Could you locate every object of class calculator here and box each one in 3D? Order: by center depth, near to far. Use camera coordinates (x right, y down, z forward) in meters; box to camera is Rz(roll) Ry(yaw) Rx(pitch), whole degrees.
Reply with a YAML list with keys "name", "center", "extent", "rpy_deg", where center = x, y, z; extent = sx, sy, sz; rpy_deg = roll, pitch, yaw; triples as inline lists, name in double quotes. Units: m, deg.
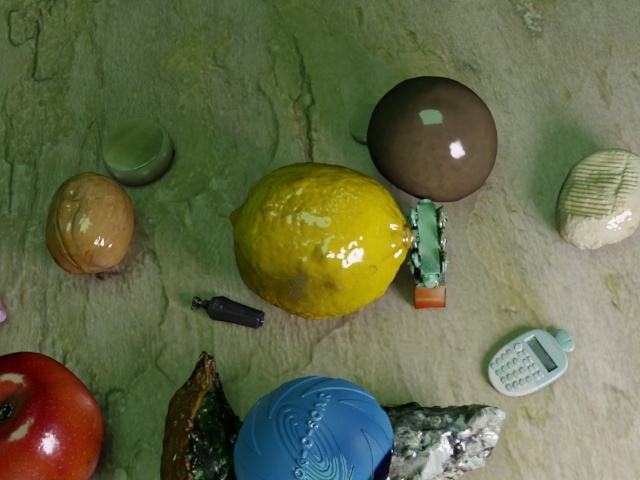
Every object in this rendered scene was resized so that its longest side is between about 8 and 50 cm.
- name: "calculator"
  center: [0.344, 0.196, 1.509]
  extent: [0.153, 0.021, 0.095]
  rpy_deg: [-29, 58, -6]

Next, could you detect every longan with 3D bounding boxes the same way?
- name: "longan"
  center: [0.196, -0.177, 1.659]
  extent: [0.248, 0.248, 0.248]
  rpy_deg: [-6, 58, 9]

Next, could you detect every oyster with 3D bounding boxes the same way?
- name: "oyster"
  center: [0.118, 0.319, 1.418]
  extent: [0.350, 0.158, 0.162]
  rpy_deg: [-20, 91, 14]

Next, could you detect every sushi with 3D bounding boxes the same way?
- name: "sushi"
  center: [-0.167, 0.326, 1.470]
  extent: [0.140, 0.149, 0.287]
  rpy_deg: [-36, 33, 29]

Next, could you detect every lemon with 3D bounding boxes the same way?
- name: "lemon"
  center: [0.000, 0.000, 1.567]
  extent: [0.321, 0.268, 0.268]
  rpy_deg: [14, 63, 21]

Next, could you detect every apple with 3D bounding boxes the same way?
- name: "apple"
  center: [-0.482, 0.309, 1.504]
  extent: [0.260, 0.216, 0.260]
  rpy_deg: [-4, 56, 6]

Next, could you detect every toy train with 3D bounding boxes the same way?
- name: "toy train"
  center: [0.184, 0.020, 1.602]
  extent: [0.074, 0.118, 0.176]
  rpy_deg: [-2, 54, 4]

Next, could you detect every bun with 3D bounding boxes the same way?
- name: "bun"
  center: [0.488, -0.065, 1.595]
  extent: [0.164, 0.111, 0.188]
  rpy_deg: [6, 62, 36]

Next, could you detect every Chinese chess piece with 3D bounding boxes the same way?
- name: "Chinese chess piece"
  center: [0.097, -0.227, 1.817]
  extent: [0.084, 0.034, 0.084]
  rpy_deg: [-6, 60, 10]
- name: "Chinese chess piece"
  center: [-0.368, -0.179, 1.874]
  extent: [0.144, 0.058, 0.144]
  rpy_deg: [-7, 58, 10]

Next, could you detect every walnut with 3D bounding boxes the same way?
- name: "walnut"
  center: [-0.429, -0.031, 1.737]
  extent: [0.165, 0.165, 0.197]
  rpy_deg: [-8, 49, 7]

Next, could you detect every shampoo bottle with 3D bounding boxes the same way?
- name: "shampoo bottle"
  center: [-0.166, 0.125, 1.659]
  extent: [0.137, 0.027, 0.048]
  rpy_deg: [14, 61, 20]

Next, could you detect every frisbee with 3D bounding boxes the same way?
- name: "frisbee"
  center: [-0.013, 0.299, 1.360]
  extent: [0.242, 0.045, 0.242]
  rpy_deg: [-6, 52, 8]

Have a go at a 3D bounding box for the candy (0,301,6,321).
- name: "candy"
  center: [-0.714, 0.073, 1.757]
  extent: [0.155, 0.116, 0.265]
  rpy_deg: [-30, 57, -8]
